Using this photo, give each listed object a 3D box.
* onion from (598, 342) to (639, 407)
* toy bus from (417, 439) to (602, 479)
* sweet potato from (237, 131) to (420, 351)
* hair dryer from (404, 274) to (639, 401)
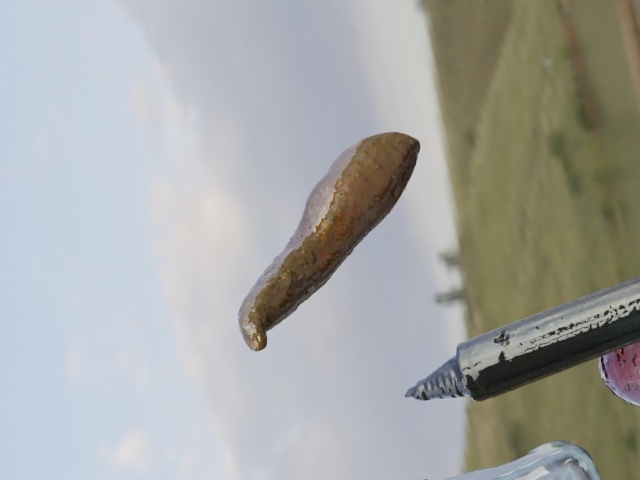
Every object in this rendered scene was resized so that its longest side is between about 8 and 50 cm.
[{"bbox_3d":[0.362,0.108,1.762,0.147,0.184,0.184,60,-171,1],"label":"onion"},{"bbox_3d":[-0.027,0.176,0.768,0.136,0.330,0.109,20,-128,-80],"label":"toy bus"},{"bbox_3d":[0.000,0.000,1.139,0.214,0.050,0.050,-52,-44,-39],"label":"sweet potato"},{"bbox_3d":[0.242,0.081,1.575,0.107,0.352,0.189,-97,-20,-46],"label":"hair dryer"}]
